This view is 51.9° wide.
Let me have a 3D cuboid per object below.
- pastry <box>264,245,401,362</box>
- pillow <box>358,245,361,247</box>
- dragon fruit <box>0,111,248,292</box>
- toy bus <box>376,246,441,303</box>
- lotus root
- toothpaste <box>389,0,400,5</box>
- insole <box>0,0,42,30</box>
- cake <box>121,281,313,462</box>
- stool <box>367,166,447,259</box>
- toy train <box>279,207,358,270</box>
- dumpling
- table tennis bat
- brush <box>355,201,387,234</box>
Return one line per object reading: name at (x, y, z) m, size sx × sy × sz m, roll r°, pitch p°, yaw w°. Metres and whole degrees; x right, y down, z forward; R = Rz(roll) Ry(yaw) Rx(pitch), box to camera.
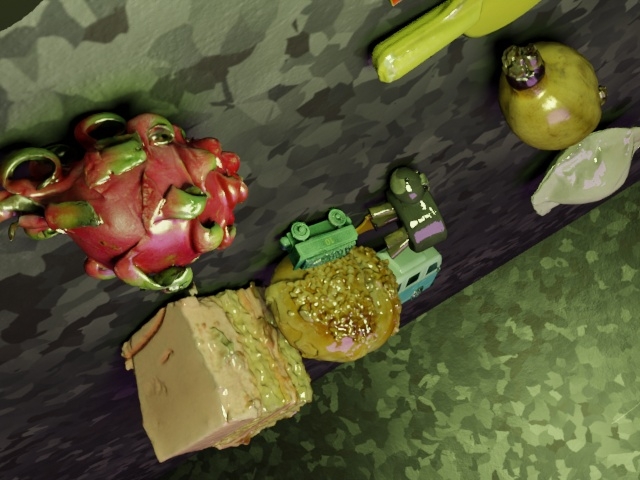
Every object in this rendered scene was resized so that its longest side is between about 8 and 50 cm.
pastry at (0.045, 0.119, 1.433) m, size 0.315 × 0.284 × 0.184 m, roll -4°, pitch 151°, yaw -38°
pillow at (0.022, 0.104, 1.722) m, size 0.212 × 0.052 × 0.208 m, roll -31°, pitch 162°, yaw -6°
dragon fruit at (-0.229, -0.054, 0.770) m, size 0.218 × 0.273 × 0.198 m, roll -57°, pitch -167°, yaw 44°
toy bus at (0.210, 0.085, 1.777) m, size 0.271 × 0.133 × 0.165 m, roll -25°, pitch 148°, yaw -41°
lotus root at (0.394, -0.260, 1.155) m, size 0.183 × 0.183 × 0.310 m, roll -40°, pitch 155°, yaw 25°
toothpaste at (0.068, -0.317, 0.689) m, size 0.044 × 0.070 × 0.193 m, roll -35°, pitch 161°, yaw 7°
insole at (-0.231, -0.239, 0.547) m, size 0.232 × 0.003 × 0.080 m, roll -33°, pitch 161°, yaw 8°
cake at (-0.225, 0.291, 1.446) m, size 0.293 × 0.314 × 0.307 m, roll -38°, pitch 162°, yaw 27°
stool at (0.179, -0.064, 1.424) m, size 0.139 × 0.153 × 0.228 m, roll -27°, pitch 119°, yaw 0°
toy train at (0.000, 0.000, 1.353) m, size 0.172 × 0.099 × 0.070 m, roll -20°, pitch 161°, yaw -28°
dumpling at (0.742, -0.207, 1.832) m, size 0.341 × 0.181 × 0.260 m, roll -16°, pitch 161°, yaw 32°
table tennis bat at (0.227, -0.339, 0.913) m, size 0.368 × 0.054 × 0.224 m, roll -35°, pitch 162°, yaw 0°
brush at (0.064, -0.008, 1.563) m, size 0.272 × 0.013 × 0.103 m, roll -32°, pitch 161°, yaw 7°
